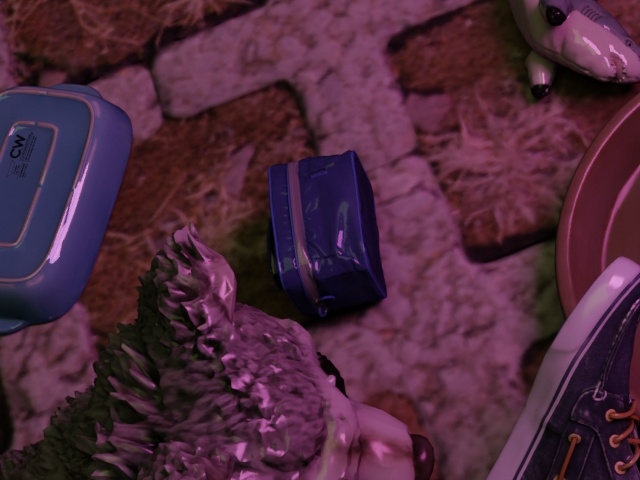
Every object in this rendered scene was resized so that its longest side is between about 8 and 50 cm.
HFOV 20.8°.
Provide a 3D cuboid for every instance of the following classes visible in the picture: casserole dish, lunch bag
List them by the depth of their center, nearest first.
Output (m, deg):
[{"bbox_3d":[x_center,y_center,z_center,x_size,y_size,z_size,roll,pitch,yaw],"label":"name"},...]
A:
[{"bbox_3d":[0.000,0.000,1.063,0.065,0.067,0.098,-11,63,10],"label":"lunch bag"},{"bbox_3d":[-0.195,-0.030,1.150,0.114,0.037,0.188,7,65,18],"label":"casserole dish"}]

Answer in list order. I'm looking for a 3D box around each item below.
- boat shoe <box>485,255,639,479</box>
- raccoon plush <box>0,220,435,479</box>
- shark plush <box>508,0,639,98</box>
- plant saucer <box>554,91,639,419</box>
[{"bbox_3d":[0.153,0.104,0.945,0.083,0.065,0.183,30,108,19],"label":"boat shoe"},{"bbox_3d":[-0.155,0.171,0.886,0.446,0.299,0.216,-23,61,3],"label":"raccoon plush"},{"bbox_3d":[0.156,-0.153,1.125,0.067,0.073,0.161,-8,39,-11],"label":"shark plush"},{"bbox_3d":[0.275,0.009,1.000,0.278,0.041,0.278,-7,62,13],"label":"plant saucer"}]
